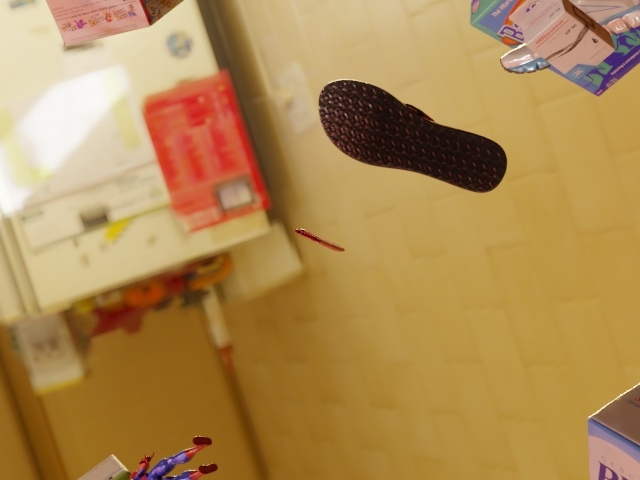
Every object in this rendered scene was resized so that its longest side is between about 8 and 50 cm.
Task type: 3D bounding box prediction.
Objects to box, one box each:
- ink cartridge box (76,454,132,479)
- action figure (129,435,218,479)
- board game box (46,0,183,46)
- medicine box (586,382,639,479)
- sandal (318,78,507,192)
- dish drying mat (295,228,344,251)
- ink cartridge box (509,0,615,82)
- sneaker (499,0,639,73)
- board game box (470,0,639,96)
[{"bbox_3d":[-0.323,0.371,1.926,0.189,0.097,0.255,-36,-167,-13],"label":"ink cartridge box"},{"bbox_3d":[-0.130,0.191,1.177,0.030,0.038,0.115,1,153,-46],"label":"action figure"},{"bbox_3d":[-0.286,-0.406,1.838,0.144,0.275,0.142,-7,-154,30],"label":"board game box"},{"bbox_3d":[0.490,0.362,1.889,0.149,0.289,0.263,-27,-146,-27],"label":"medicine box"},{"bbox_3d":[0.079,-0.090,1.309,0.179,0.067,0.040,22,-171,-3],"label":"sandal"},{"bbox_3d":[0.000,0.000,1.537,0.032,0.008,0.083,25,180,20],"label":"dish drying mat"},{"bbox_3d":[0.210,-0.180,1.279,0.048,0.083,0.028,-42,-148,29],"label":"ink cartridge box"},{"bbox_3d":[0.266,-0.238,1.517,0.190,0.083,0.071,-27,-171,17],"label":"sneaker"},{"bbox_3d":[0.316,-0.280,1.812,0.210,0.047,0.160,25,139,-21],"label":"board game box"}]
